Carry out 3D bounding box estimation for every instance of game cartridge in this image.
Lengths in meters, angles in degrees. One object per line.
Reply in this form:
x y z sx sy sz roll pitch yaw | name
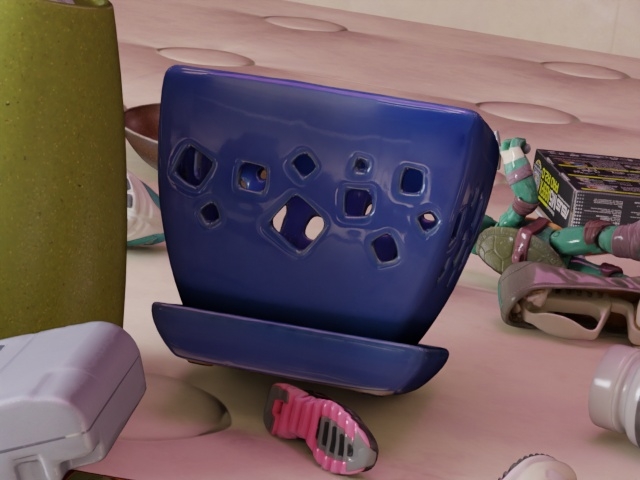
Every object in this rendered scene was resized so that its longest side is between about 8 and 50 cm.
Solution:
-0.251 0.112 1.085 0.294 0.060 0.196 -13 5 6 | game cartridge

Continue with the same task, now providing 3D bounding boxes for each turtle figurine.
0.218 -0.003 1.862 0.234 0.118 0.175 18 -23 32 | turtle figurine

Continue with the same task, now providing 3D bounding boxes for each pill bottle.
0.274 0.126 1.448 0.137 0.078 0.078 16 17 30 | pill bottle

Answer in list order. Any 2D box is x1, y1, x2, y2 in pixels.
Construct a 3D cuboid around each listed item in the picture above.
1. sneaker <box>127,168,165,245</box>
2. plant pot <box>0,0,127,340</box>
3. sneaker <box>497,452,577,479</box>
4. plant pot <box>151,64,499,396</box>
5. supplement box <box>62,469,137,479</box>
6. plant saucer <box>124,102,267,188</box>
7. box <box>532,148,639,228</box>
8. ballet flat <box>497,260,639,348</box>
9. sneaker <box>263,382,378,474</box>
-0.259 -0.048 1.883 0.275 0.107 0.110 22 1 32 | sneaker
-0.239 -0.035 1.315 0.275 0.293 0.275 15 12 -3 | plant pot
0.129 0.185 1.222 0.075 0.057 0.161 35 25 27 | sneaker
0.000 0.000 1.466 0.236 0.212 0.236 10 -1 9 | plant pot
-0.105 0.182 1.038 0.188 0.081 0.104 9 14 9 | supplement box
-0.078 -0.103 2.222 0.310 0.050 0.310 6 15 -2 | plant saucer
0.387 -0.041 2.189 0.270 0.060 0.216 5 15 -7 | box
0.262 0.066 1.732 0.213 0.072 0.068 7 42 3 | ballet flat
0.011 0.132 1.378 0.057 0.047 0.119 11 11 -37 | sneaker
